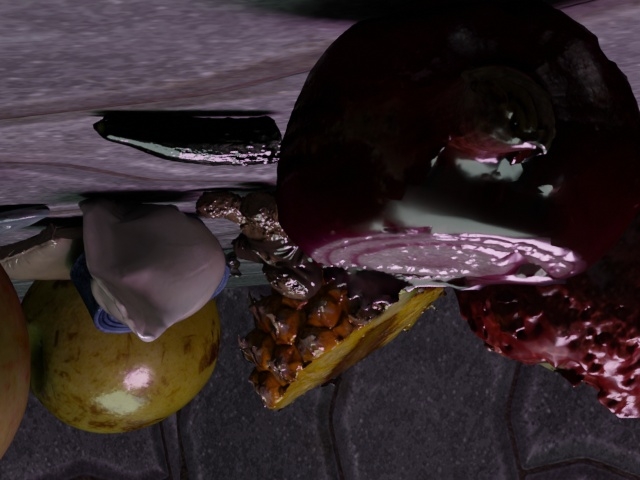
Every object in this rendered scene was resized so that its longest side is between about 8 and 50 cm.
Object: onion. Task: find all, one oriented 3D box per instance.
[{"bbox_3d":[0.069,-0.057,0.772,0.173,0.135,0.198,-1,161,-9],"label":"onion"}]

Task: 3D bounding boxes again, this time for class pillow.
[{"bbox_3d":[-0.271,0.012,1.922,0.119,0.053,0.208,-28,164,32],"label":"pillow"}]

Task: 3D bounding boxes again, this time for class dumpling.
[{"bbox_3d":[-0.169,0.013,1.642,0.124,0.151,0.229,-43,-179,18],"label":"dumpling"}]

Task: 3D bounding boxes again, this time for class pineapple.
[{"bbox_3d":[0.029,0.054,2.503,0.344,0.209,0.286,-29,163,-32],"label":"pineapple"}]

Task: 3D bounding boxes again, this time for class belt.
[{"bbox_3d":[-0.190,0.035,1.887,0.141,0.082,0.190,-44,156,29],"label":"belt"}]

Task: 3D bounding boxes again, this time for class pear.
[{"bbox_3d":[-0.275,0.134,2.350,0.284,0.283,0.283,-4,177,0],"label":"pear"}]

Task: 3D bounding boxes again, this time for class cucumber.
[{"bbox_3d":[-0.082,-0.065,1.105,0.135,0.034,0.033,-2,-179,-25],"label":"cucumber"}]

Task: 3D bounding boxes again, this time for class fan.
[{"bbox_3d":[-0.333,-0.014,1.786,0.057,0.023,0.282,-12,179,-20],"label":"fan"}]

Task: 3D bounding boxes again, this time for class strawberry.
[{"bbox_3d":[0.274,0.023,1.626,0.274,0.220,0.274,21,-158,-9],"label":"strawberry"}]

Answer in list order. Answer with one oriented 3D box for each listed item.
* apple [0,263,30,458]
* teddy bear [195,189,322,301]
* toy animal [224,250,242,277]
[{"bbox_3d":[-0.389,0.104,1.351,0.319,0.319,0.277,-5,180,20],"label":"apple"},{"bbox_3d":[-0.045,-0.009,1.667,0.119,0.078,0.160,5,145,35],"label":"teddy bear"},{"bbox_3d":[-0.247,0.064,2.664,0.170,0.089,0.255,-6,-179,-30],"label":"toy animal"}]
